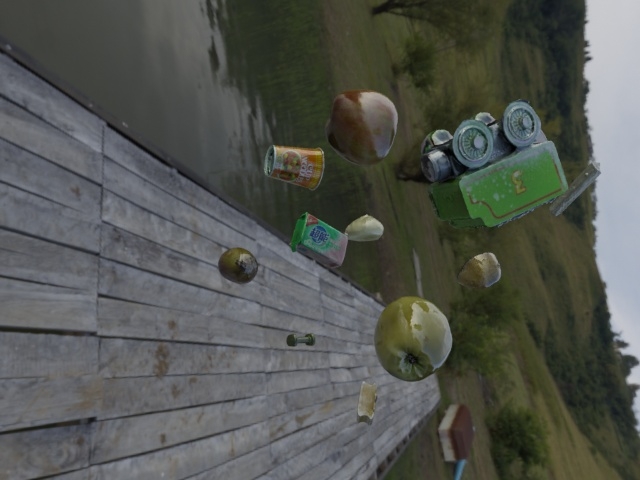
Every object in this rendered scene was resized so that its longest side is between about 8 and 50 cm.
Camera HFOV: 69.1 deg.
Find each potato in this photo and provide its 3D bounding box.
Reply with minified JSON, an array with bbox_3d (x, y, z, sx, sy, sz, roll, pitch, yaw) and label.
[{"bbox_3d":[0.743,0.163,2.127,0.182,0.202,0.117,73,-7,-45],"label":"potato"}]

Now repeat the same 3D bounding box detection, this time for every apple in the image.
[{"bbox_3d":[0.293,0.316,1.478,0.262,0.263,0.262,-12,90,-75],"label":"apple"},{"bbox_3d":[0.139,-0.392,1.602,0.257,0.234,0.256,-163,-90,-80],"label":"apple"}]

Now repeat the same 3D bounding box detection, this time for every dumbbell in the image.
[{"bbox_3d":[-0.070,0.363,1.692,0.118,0.052,0.046,11,71,-48],"label":"dumbbell"}]

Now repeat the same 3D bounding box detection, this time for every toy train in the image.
[{"bbox_3d":[0.374,-0.160,1.038,0.248,0.307,0.173,69,-17,-7],"label":"toy train"}]

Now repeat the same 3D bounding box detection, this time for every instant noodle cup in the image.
[{"bbox_3d":[-0.102,-0.277,1.701,0.168,0.185,0.168,-173,-90,-65],"label":"instant noodle cup"}]

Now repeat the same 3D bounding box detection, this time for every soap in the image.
[{"bbox_3d":[-0.002,0.001,2.147,0.273,0.098,0.217,30,59,-32],"label":"soap"},{"bbox_3d":[0.191,0.678,1.920,0.232,0.073,0.140,84,18,-61],"label":"soap"}]

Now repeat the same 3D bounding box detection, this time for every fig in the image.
[{"bbox_3d":[-0.334,0.100,1.912,0.145,0.170,0.274,-60,-172,-13],"label":"fig"}]

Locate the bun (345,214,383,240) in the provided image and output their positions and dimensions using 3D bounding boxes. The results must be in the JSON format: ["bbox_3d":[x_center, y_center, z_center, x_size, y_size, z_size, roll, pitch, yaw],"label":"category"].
[{"bbox_3d":[0.231,-0.069,2.469,0.222,0.223,0.127,27,62,-71],"label":"bun"}]

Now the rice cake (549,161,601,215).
[{"bbox_3d":[1.011,-0.204,1.850,0.256,0.052,0.057,-59,176,39],"label":"rice cake"}]

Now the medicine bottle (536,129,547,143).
[{"bbox_3d":[0.630,-0.282,1.691,0.208,0.340,0.208,8,75,-34],"label":"medicine bottle"}]
